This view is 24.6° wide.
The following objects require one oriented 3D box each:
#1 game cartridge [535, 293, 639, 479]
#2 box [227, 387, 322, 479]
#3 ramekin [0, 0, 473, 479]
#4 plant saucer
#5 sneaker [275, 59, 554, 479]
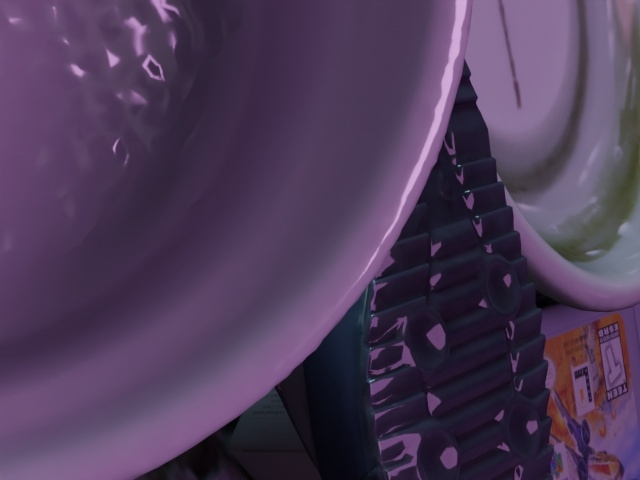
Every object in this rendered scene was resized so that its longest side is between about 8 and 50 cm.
[{"bbox_3d":[0.141,0.132,0.873,0.297,0.062,0.198,-12,90,-55],"label":"game cartridge"},{"bbox_3d":[0.033,0.091,0.681,0.101,0.102,0.087,54,46,-37],"label":"box"},{"bbox_3d":[-0.112,-0.073,0.376,0.277,0.135,0.277,0,91,-15],"label":"ramekin"},{"bbox_3d":[0.112,-0.156,0.839,0.400,0.100,0.401,14,73,-53],"label":"plant saucer"},{"bbox_3d":[0.000,0.000,0.594,0.112,0.131,0.319,-2,76,-46],"label":"sneaker"}]
